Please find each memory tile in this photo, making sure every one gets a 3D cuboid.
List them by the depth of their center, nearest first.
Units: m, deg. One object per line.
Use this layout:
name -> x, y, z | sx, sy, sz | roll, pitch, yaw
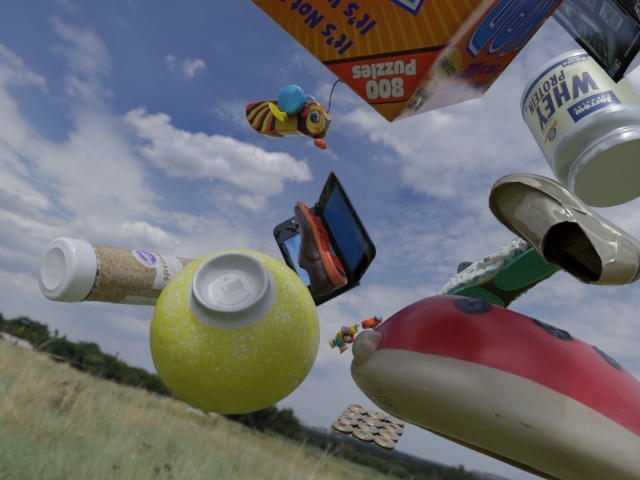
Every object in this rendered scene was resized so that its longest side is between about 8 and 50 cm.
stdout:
memory tile -> 0.087, 0.321, 0.941 | 0.113, 0.012, 0.148 | 15, 3, 17

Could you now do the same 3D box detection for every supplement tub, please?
supplement tub -> 0.623, -0.258, 1.244 | 0.236, 0.324, 0.235 | -4, -41, -3

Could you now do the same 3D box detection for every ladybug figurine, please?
ladybug figurine -> 0.244, 0.192, 0.675 | 0.449, 0.161, 0.305 | 27, -16, -18

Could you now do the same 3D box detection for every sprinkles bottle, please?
sprinkles bottle -> -0.390, 0.077, 1.133 | 0.121, 0.121, 0.355 | 3, -7, 34

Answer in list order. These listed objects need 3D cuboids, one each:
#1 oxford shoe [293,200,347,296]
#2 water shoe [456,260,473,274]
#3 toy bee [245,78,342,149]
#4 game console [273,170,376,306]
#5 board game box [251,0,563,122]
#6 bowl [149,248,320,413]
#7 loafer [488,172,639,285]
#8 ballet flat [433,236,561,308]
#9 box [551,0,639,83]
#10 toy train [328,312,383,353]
oxford shoe -> -0.028, 0.016, 1.373 | 0.098, 0.271, 0.097 | -32, -34, 13
water shoe -> 0.425, 0.157, 1.562 | 0.073, 0.203, 0.080 | 0, -39, 27
toy bee -> -0.046, -0.292, 1.299 | 0.195, 0.162, 0.298 | 2, -13, -43
game console -> 0.000, 0.000, 1.523 | 0.250, 0.293, 0.173 | -27, -27, 2
board game box -> 0.103, -0.379, 0.514 | 0.356, 0.356, 0.356 | 44, -59, 9
bowl -> -0.138, 0.110, 0.869 | 0.290, 0.289, 0.156 | 14, -40, 7
loafer -> 0.361, -0.022, 0.835 | 0.092, 0.101, 0.268 | -13, 38, -35
ballet flat -> 0.435, 0.088, 1.329 | 0.147, 0.147, 0.409 | 26, -44, -24
box -> 0.478, -0.414, 0.923 | 0.242, 0.076, 0.307 | 52, 18, 11
toy train -> 0.094, 0.251, 1.419 | 0.125, 0.046, 0.166 | -7, -27, -35
